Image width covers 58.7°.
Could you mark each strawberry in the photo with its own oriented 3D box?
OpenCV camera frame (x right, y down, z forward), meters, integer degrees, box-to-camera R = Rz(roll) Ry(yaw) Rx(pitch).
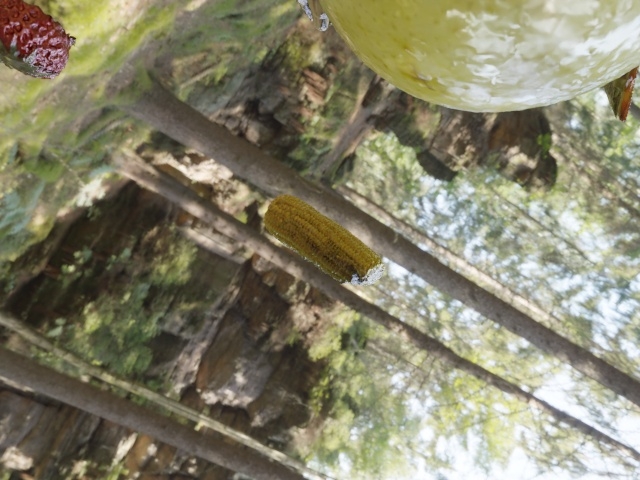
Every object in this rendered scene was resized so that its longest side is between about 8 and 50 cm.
[{"bbox_3d":[-0.464,-0.312,0.887,0.145,0.145,0.086,-8,-119,68],"label":"strawberry"}]

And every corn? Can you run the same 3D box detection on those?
[{"bbox_3d":[0.000,0.000,0.794,0.203,0.072,0.072,34,-85,31],"label":"corn"}]

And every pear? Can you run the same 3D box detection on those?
[{"bbox_3d":[0.142,-0.266,0.411,0.348,0.348,0.348,-50,-160,27],"label":"pear"}]

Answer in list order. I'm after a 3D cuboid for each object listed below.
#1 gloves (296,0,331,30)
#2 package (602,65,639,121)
[{"bbox_3d":[-0.040,-0.538,0.998,0.155,0.203,0.356,141,-62,-63],"label":"gloves"},{"bbox_3d":[0.413,-0.238,0.783,0.120,0.031,0.108,-74,162,-50],"label":"package"}]
